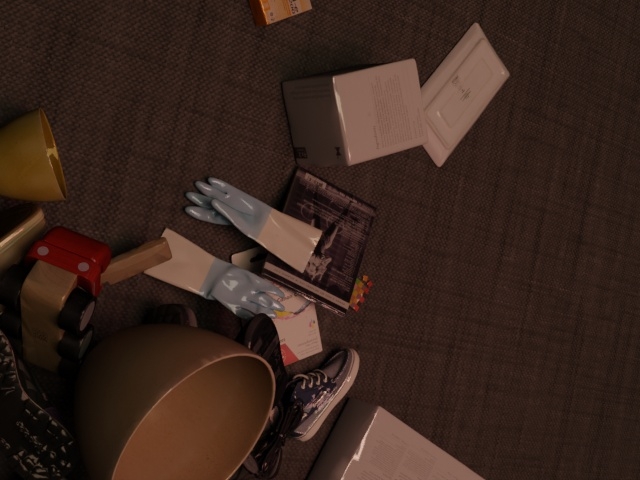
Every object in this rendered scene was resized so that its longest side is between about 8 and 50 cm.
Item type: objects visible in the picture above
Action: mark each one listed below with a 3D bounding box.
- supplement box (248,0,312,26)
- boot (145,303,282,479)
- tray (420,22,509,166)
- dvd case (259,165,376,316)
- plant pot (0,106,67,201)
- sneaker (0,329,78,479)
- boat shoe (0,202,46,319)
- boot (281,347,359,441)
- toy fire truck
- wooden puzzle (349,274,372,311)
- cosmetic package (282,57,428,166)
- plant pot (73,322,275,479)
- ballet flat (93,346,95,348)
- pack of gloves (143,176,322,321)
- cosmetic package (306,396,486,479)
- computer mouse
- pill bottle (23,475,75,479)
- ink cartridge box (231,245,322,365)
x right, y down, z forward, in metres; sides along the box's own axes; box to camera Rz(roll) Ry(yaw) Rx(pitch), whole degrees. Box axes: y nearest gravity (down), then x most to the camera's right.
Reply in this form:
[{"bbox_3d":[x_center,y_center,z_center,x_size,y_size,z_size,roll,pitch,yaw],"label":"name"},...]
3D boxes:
[{"bbox_3d":[-0.069,-0.402,1.619,0.098,0.036,0.062,-28,110,-31],"label":"supplement box"},{"bbox_3d":[-0.170,0.248,1.577,0.223,0.118,0.338,-11,107,-42],"label":"boot"},{"bbox_3d":[0.274,-0.285,1.880,0.270,0.030,0.145,-52,119,-21],"label":"tray"},{"bbox_3d":[0.000,0.000,1.651,0.165,0.018,0.221,28,59,-17],"label":"dvd case"},{"bbox_3d":[-0.419,-0.110,1.350,0.095,0.134,0.134,-15,104,-9],"label":"plant pot"},{"bbox_3d":[-0.436,0.197,1.306,0.107,0.124,0.283,-31,109,-9],"label":"sneaker"},{"bbox_3d":[-0.483,0.074,1.326,0.302,0.109,0.098,-47,124,-16],"label":"boat shoe"},{"bbox_3d":[-0.009,0.255,1.699,0.086,0.069,0.190,44,71,-33],"label":"boot"},{"bbox_3d":[-0.326,0.054,1.381,0.159,0.217,0.246,21,53,1],"label":"toy fire truck"},{"bbox_3d":[0.063,0.096,1.776,0.049,0.006,0.083,44,70,-30],"label":"wooden puzzle"},{"bbox_3d":[0.060,-0.219,1.657,0.184,0.151,0.151,-19,104,-34],"label":"cosmetic package"},{"bbox_3d":[-0.230,0.226,1.344,0.284,0.191,0.284,-33,142,-31],"label":"plant pot"},{"bbox_3d":[-0.303,0.274,1.488,0.087,0.083,0.247,-25,111,-46],"label":"ballet flat"},{"bbox_3d":[-0.134,0.013,1.544,0.232,0.046,0.195,26,71,-5],"label":"pack of gloves"},{"bbox_3d":[0.136,0.506,1.810,0.377,0.097,0.284,39,71,-31],"label":"cosmetic package"},{"bbox_3d":[-0.110,0.250,1.527,0.184,0.060,0.262,-60,144,-41],"label":"computer mouse"},{"bbox_3d":[-0.415,0.539,1.335,0.229,0.229,0.407,43,70,-30],"label":"pill bottle"},{"bbox_3d":[-0.074,0.108,1.640,0.115,0.067,0.198,-18,104,-35],"label":"ink cartridge box"}]
